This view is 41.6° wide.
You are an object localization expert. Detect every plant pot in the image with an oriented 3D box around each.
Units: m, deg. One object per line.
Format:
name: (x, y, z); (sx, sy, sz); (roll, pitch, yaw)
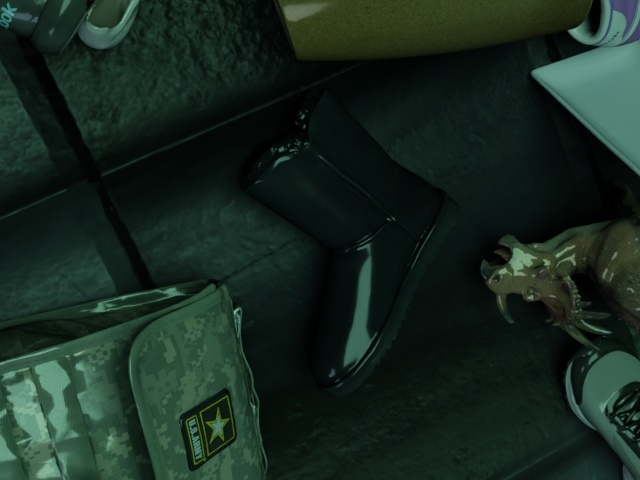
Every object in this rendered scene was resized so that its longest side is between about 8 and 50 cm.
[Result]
plant pot: (0.077, -0.262, 0.760); (0.255, 0.237, 0.237); (-21, 101, 0)

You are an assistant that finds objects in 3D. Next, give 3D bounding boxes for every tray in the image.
tray: (0.345, -0.112, 0.849); (0.145, 0.270, 0.030); (-21, 139, -13)

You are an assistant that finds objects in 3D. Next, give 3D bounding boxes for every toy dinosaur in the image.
toy dinosaur: (0.336, 0.050, 0.866); (0.296, 0.127, 0.200); (30, 90, 26)

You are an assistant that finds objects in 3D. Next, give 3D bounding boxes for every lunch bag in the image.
lunch bag: (-0.186, 0.177, 0.746); (0.287, 0.169, 0.235); (-15, 103, -19)

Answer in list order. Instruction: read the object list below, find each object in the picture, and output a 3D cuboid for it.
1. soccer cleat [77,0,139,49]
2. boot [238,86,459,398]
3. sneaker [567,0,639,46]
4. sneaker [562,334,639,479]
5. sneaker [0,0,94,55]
soccer cleat: (-0.167, -0.264, 0.749); (0.068, 0.076, 0.196); (18, 90, -17)
boot: (0.000, 0.000, 0.815); (0.207, 0.094, 0.246); (35, 79, -20)
sneaker: (0.276, -0.333, 0.829); (0.161, 0.102, 0.282); (-20, 102, -42)
sneaker: (0.371, 0.219, 0.944); (0.100, 0.108, 0.271); (-36, 103, -8)
sneaker: (-0.199, -0.283, 0.658); (0.106, 0.101, 0.267); (23, 74, -22)
